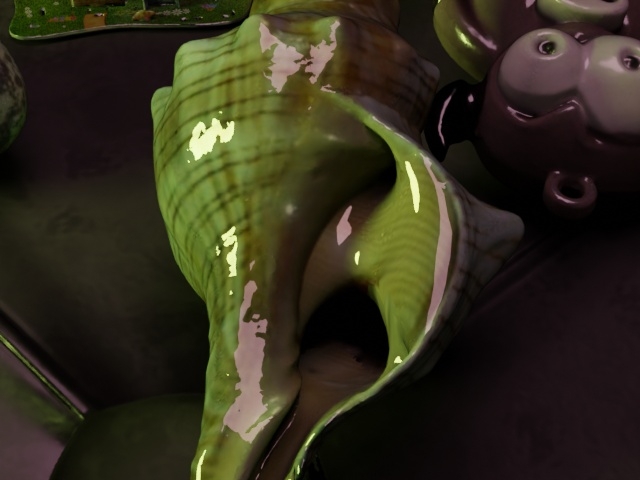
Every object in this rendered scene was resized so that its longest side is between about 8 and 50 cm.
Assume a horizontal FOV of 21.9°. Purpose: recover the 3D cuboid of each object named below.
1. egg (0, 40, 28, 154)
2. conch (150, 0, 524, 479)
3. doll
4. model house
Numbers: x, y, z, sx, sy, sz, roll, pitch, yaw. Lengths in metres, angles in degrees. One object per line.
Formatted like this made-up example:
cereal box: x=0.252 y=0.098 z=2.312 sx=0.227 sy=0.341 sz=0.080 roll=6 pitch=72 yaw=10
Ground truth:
egg: x=-0.257 y=-0.093 z=0.974 sx=0.172 sy=0.132 sz=0.132 roll=16 pitch=47 yaw=-3
conch: x=0.006 y=0.001 z=0.890 sx=0.203 sy=0.169 sz=0.386 roll=-4 pitch=78 yaw=25
doll: x=0.157 y=-0.115 z=1.018 sx=0.182 sy=0.117 sz=0.257 roll=9 pitch=44 yaw=0
model house: x=-0.132 y=-0.207 z=1.115 sx=0.167 sy=0.088 sz=0.117 roll=-4 pitch=46 yaw=-6
